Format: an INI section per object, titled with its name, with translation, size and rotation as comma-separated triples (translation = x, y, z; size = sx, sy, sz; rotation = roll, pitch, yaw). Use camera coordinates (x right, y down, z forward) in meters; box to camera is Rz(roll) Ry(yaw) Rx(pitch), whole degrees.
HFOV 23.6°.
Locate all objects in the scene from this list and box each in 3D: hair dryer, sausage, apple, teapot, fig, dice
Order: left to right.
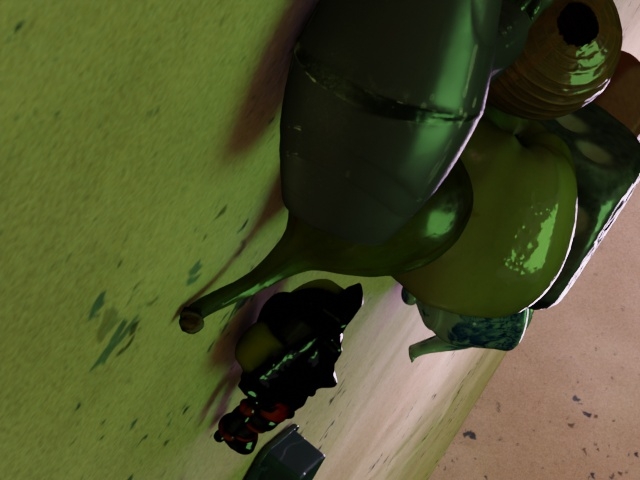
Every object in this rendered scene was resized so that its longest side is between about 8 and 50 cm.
[fig]
translation = 0.000, 0.000, 1.092
size = 0.236, 0.124, 0.124
rotation = -37, 164, -10
[teapot]
translation = 0.166, 0.055, 1.819
size = 0.159, 0.159, 0.232
rotation = -44, 150, -45
[hair dryer]
translation = 0.100, -0.168, 1.019
size = 0.361, 0.121, 0.301
rotation = -29, 142, -67
[apple]
translation = 0.135, -0.025, 1.338
size = 0.200, 0.200, 0.200
rotation = -53, 167, -17
[dice]
translation = 0.213, -0.053, 1.566
size = 0.183, 0.182, 0.181
rotation = -39, 158, -59
[sausage]
translation = 0.303, -0.130, 1.832
size = 0.254, 0.148, 0.148
rotation = -47, 166, -18

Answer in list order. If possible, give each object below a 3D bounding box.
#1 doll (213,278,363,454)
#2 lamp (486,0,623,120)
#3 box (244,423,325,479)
[doll]
translation = -0.032, 0.102, 1.280
size = 0.249, 0.088, 0.127
rotation = 120, -12, -64
[lamp]
translation = 0.181, -0.166, 1.266
size = 0.136, 0.136, 0.136
rotation = -53, 167, -17
[box]
translation = -0.040, 0.255, 1.691
size = 0.074, 0.054, 0.099
rotation = -63, 166, 23
